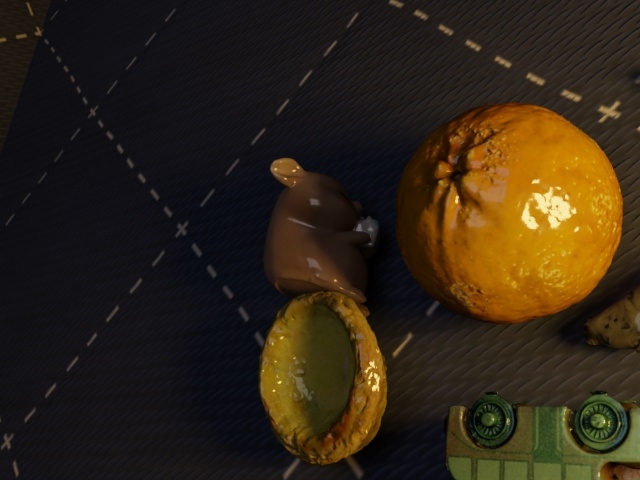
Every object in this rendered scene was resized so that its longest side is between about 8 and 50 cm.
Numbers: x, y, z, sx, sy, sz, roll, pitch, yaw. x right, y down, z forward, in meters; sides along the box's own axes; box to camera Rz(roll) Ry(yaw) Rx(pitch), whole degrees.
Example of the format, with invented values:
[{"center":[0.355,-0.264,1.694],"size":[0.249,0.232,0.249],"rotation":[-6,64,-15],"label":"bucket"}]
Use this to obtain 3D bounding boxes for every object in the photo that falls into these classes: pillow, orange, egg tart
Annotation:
[{"center":[0.479,0.089,1.107],"size":[0.241,0.051,0.093],"rotation":[-37,42,17],"label":"pillow"},{"center":[0.267,-0.047,1.193],"size":[0.340,0.293,0.341],"rotation":[-22,51,30],"label":"orange"},{"center":[0.017,0.229,1.353],"size":[0.294,0.123,0.294],"rotation":[-14,70,43],"label":"egg tart"}]

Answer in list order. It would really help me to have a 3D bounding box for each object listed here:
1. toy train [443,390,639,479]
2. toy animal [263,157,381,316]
[{"center":[0.314,0.286,1.081],"size":[0.326,0.129,0.159],"rotation":[-8,67,36],"label":"toy train"},{"center":[0.002,-0.004,1.470],"size":[0.212,0.195,0.256],"rotation":[4,63,15],"label":"toy animal"}]
